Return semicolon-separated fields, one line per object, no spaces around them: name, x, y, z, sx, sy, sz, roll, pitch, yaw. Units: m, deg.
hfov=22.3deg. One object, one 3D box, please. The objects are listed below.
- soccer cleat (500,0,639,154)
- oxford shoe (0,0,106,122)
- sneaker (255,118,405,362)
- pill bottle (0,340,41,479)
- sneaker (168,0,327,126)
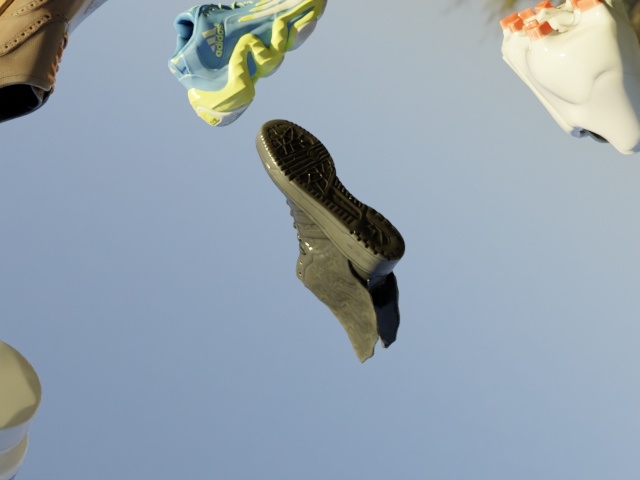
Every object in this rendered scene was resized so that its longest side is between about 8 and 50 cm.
soccer cleat;0.132;-0.086;0.811;0.076;0.068;0.196;60;-169;-8
oxford shoe;-0.347;-0.224;1.937;0.133;0.364;0.130;42;158;14
sneaker;0.002;-0.001;1.165;0.051;0.089;0.170;-30;-110;-41
pill bottle;-0.201;0.117;0.859;0.078;0.137;0.078;21;-143;-17
sneaker;-0.089;-0.249;1.870;0.126;0.240;0.091;43;147;-16
